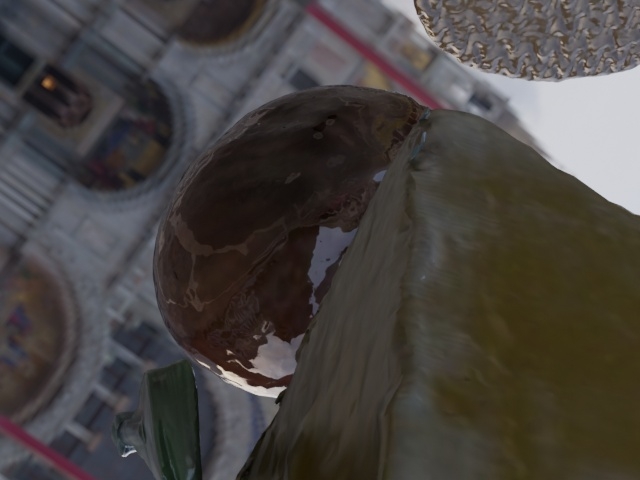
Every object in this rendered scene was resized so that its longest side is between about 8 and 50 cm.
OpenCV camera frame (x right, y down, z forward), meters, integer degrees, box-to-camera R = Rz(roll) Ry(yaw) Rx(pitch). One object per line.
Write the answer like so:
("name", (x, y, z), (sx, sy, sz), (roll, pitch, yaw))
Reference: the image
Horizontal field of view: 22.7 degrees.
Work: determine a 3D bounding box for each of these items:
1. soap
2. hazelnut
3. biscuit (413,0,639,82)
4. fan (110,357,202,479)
("soap", (0.033, 0.190, 0.402), (0.304, 0.169, 0.339), (-84, -166, -51))
("hazelnut", (0.000, 0.000, 0.712), (0.154, 0.143, 0.143), (-24, 175, -35))
("biscuit", (0.195, -0.200, 1.182), (0.262, 0.262, 0.037), (-38, -132, 47))
("fan", (-0.052, 0.060, 0.483), (0.193, 0.016, 0.038), (143, -59, -78))
